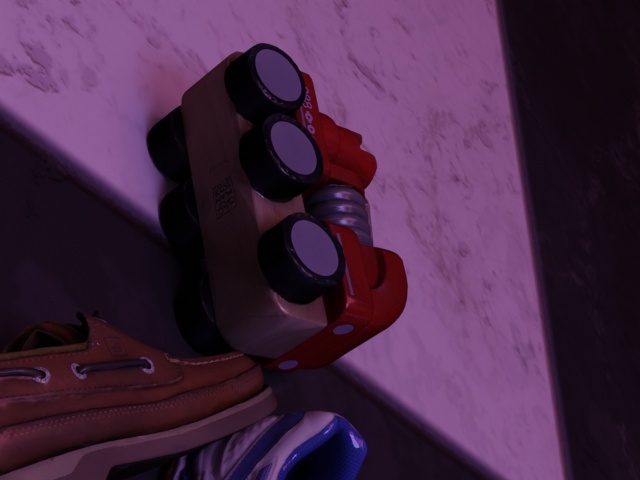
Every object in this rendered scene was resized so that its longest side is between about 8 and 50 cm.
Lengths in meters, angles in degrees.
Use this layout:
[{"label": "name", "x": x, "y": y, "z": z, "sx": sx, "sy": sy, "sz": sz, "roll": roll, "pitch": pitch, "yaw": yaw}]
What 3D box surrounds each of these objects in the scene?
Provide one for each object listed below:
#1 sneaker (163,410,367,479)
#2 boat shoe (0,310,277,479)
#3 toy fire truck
[{"label": "sneaker", "x": -0.025, "y": 0.229, "z": 0.975, "sx": 0.112, "sy": 0.131, "sz": 0.296, "roll": 35, "pitch": 39, "yaw": -44}, {"label": "boat shoe", "x": -0.129, "y": 0.087, "z": 0.944, "sx": 0.307, "sy": 0.110, "sz": 0.104, "roll": -12, "pitch": 77, "yaw": -62}, {"label": "toy fire truck", "x": 0.000, "y": 0.000, "z": 1.240, "sx": 0.246, "sy": 0.158, "sz": 0.217, "roll": 16, "pitch": 51, "yaw": -41}]
